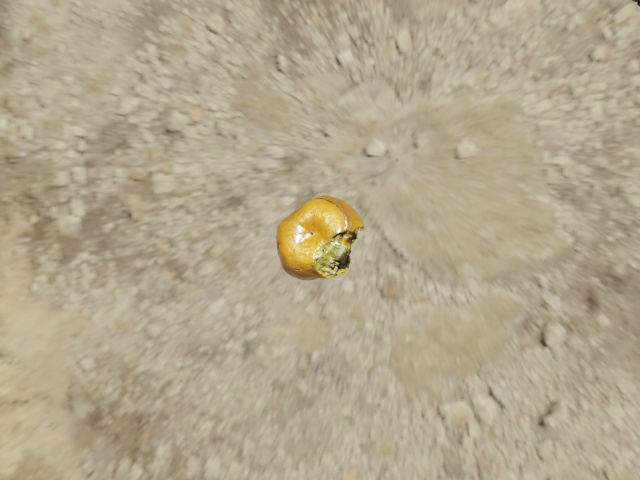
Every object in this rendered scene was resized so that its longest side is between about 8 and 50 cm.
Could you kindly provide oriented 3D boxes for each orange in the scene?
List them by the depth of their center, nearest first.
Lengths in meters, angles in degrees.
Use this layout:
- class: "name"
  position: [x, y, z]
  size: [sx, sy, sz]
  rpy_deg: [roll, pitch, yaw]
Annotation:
- class: "orange"
  position: [0.000, 0.000, 1.570]
  size: [0.086, 0.062, 0.086]
  rpy_deg: [-8, 69, 20]

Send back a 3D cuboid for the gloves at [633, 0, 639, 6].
- class: "gloves"
  position: [0.313, -0.262, 1.461]
  size: [0.135, 0.312, 0.210]
  rpy_deg: [-33, 60, 6]
